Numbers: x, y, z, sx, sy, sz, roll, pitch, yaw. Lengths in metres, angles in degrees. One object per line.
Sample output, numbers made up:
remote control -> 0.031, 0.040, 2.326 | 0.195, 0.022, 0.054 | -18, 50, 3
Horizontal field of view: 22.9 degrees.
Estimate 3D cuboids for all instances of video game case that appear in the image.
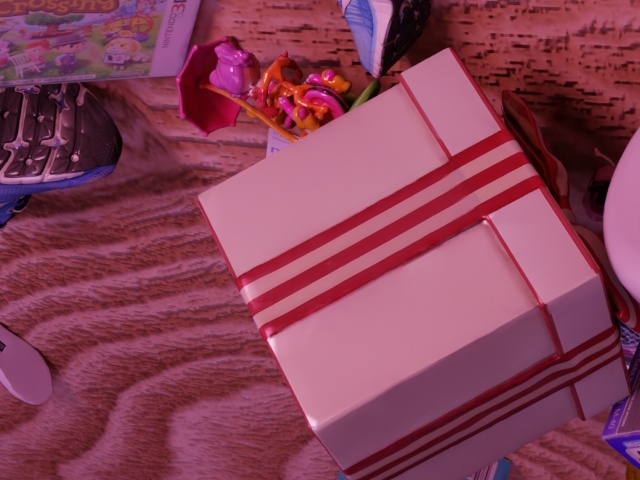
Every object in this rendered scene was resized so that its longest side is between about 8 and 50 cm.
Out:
video game case -> -0.201, -0.184, 1.264 | 0.212, 0.023, 0.193 | -6, 155, -17

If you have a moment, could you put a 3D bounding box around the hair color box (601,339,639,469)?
hair color box -> 0.402, 0.174, 1.284 | 0.339, 0.185, 0.110 | 40, 149, -20

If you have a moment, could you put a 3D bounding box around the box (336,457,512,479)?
box -> 0.114, 0.290, 1.875 | 0.100, 0.060, 0.244 | 32, 148, -15

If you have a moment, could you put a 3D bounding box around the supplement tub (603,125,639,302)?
supplement tub -> 0.386, 0.025, 1.096 | 0.331, 0.241, 0.241 | 37, 147, -24

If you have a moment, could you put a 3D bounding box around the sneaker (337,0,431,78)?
sneaker -> 0.036, -0.191, 1.185 | 0.073, 0.063, 0.162 | 31, 151, 26

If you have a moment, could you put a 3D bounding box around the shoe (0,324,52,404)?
shoe -> -0.423, 0.146, 2.009 | 0.081, 0.063, 0.178 | -11, 131, 45

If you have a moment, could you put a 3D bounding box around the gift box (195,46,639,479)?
gift box -> 0.090, 0.034, 1.211 | 0.258, 0.255, 0.276 | -29, 154, 2

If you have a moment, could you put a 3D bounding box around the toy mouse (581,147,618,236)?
toy mouse -> 0.265, -0.024, 1.305 | 0.161, 0.031, 0.143 | 34, 148, -18

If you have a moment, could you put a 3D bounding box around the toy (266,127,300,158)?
toy -> 0.000, 0.000, 1.497 | 0.137, 0.056, 0.237 | 18, 150, 5

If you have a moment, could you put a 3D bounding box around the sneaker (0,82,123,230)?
sneaker -> -0.311, -0.089, 1.527 | 0.330, 0.129, 0.147 | 3, 159, 36

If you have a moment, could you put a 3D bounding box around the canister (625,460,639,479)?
canister -> 0.384, 0.230, 1.539 | 0.170, 0.126, 0.073 | 38, 146, -29

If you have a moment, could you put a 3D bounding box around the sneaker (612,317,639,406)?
sneaker -> 0.216, 0.047, 1.394 | 0.299, 0.121, 0.112 | 23, 121, 2

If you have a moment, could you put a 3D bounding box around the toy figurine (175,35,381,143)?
toy figurine -> -0.045, -0.112, 1.295 | 0.159, 0.130, 0.173 | 31, 156, 5
